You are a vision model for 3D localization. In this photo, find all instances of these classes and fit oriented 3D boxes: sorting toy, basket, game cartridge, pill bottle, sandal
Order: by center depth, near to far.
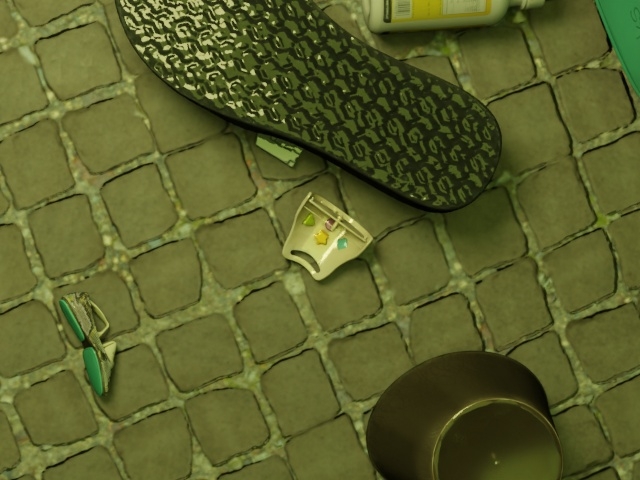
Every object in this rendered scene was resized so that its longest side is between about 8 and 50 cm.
[{"bbox_3d":[0.159,0.204,1.556,0.204,0.227,0.154,-18,94,-4],"label":"basket"},{"bbox_3d":[-0.026,-0.167,1.578,0.445,0.107,0.167,33,84,-6],"label":"sandal"},{"bbox_3d":[0.136,-0.270,1.591,0.184,0.103,0.103,-5,93,-5],"label":"pill bottle"},{"bbox_3d":[0.000,0.000,1.626,0.083,0.045,0.075,36,97,-6],"label":"sorting toy"},{"bbox_3d":[-0.032,-0.126,1.628,0.056,0.017,0.083,32,90,-9],"label":"game cartridge"}]

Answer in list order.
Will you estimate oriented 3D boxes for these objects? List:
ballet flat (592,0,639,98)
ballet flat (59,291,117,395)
[{"bbox_3d":[0.311,-0.350,1.573,0.182,0.164,0.483,-28,86,-33],"label":"ballet flat"},{"bbox_3d":[-0.235,0.105,1.613,0.041,0.041,0.114,-21,96,-3],"label":"ballet flat"}]
